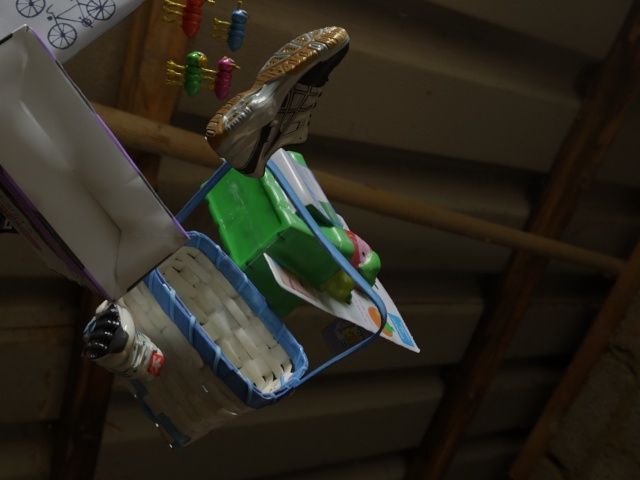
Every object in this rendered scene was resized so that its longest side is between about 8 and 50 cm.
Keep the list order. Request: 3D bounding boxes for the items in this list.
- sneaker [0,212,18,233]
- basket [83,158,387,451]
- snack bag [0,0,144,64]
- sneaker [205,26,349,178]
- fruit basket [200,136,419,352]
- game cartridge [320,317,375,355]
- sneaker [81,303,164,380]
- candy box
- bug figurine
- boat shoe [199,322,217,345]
[{"bbox_3d":[-0.561,-0.028,1.406,0.217,0.121,0.079,19,-77,3],"label":"sneaker"},{"bbox_3d":[-0.104,0.073,0.839,0.289,0.255,0.201,-38,-3,20],"label":"basket"},{"bbox_3d":[-0.378,-0.349,0.831,0.323,0.037,0.342,-44,-87,-15],"label":"snack bag"},{"bbox_3d":[-0.015,-0.065,0.347,0.083,0.032,0.037,-44,-58,-4],"label":"sneaker"},{"bbox_3d":[0.000,0.000,1.119,0.353,0.327,0.165,23,-61,-43],"label":"fruit basket"},{"bbox_3d":[0.046,0.149,1.208,0.083,0.017,0.056,-26,-83,4],"label":"game cartridge"},{"bbox_3d":[-0.182,0.104,0.706,0.075,0.161,0.057,27,-108,-17],"label":"sneaker"},{"bbox_3d":[-0.198,-0.050,0.524,0.070,0.196,0.165,-42,-67,-21],"label":"candy box"},{"bbox_3d":[-0.223,-0.398,1.502,0.279,0.072,0.216,-18,-60,-69],"label":"bug figurine"},{"bbox_3d":[-0.242,0.230,1.548,0.072,0.068,0.190,41,-111,-74],"label":"boat shoe"}]
